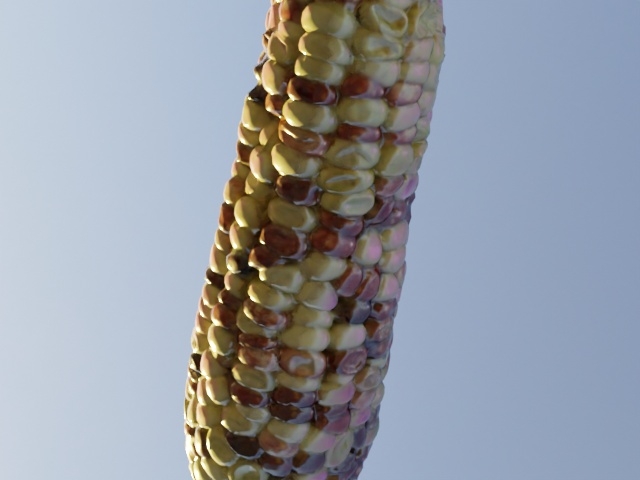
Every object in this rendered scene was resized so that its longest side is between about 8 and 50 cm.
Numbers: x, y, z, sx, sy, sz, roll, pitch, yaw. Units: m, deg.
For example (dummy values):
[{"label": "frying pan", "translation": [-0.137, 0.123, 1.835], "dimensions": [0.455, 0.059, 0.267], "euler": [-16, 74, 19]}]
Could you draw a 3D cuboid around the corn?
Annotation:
[{"label": "corn", "translation": [0.000, 0.000, 0.495], "dimensions": [0.092, 0.092, 0.280], "euler": [46, -50, 48]}]
